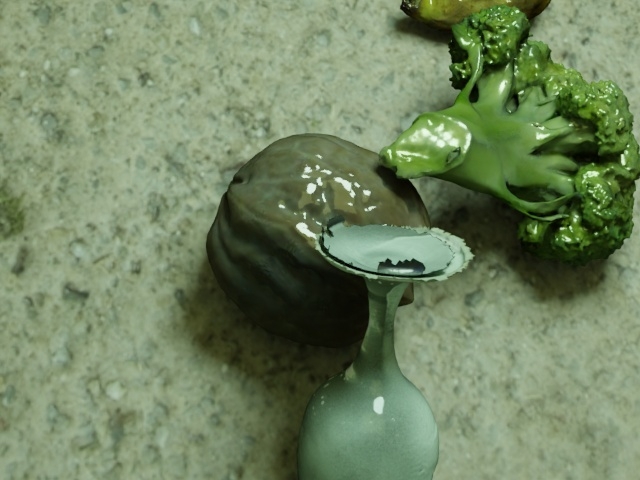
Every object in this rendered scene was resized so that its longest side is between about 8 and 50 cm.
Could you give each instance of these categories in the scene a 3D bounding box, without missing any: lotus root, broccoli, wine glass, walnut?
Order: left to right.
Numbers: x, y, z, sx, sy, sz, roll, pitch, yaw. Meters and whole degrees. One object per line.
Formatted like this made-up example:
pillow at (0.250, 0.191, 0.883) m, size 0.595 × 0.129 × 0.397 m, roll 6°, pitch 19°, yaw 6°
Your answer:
walnut at (0.000, 0.000, 1.404) m, size 0.224 × 0.224 × 0.224 m, roll 3°, pitch 66°, yaw -7°
wine glass at (0.050, 0.140, 1.290) m, size 0.143 × 0.321 × 0.143 m, roll 6°, pitch 24°, yaw -3°
lotus root at (0.178, -0.288, 1.613) m, size 0.190 × 0.094 × 0.108 m, roll -20°, pitch 67°, yaw -5°
broccoli at (0.217, -0.128, 1.440) m, size 0.186 × 0.302 × 0.254 m, roll -17°, pitch 56°, yaw 30°
